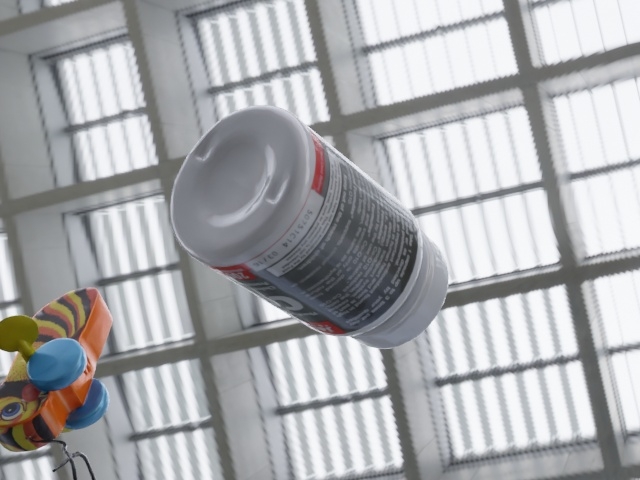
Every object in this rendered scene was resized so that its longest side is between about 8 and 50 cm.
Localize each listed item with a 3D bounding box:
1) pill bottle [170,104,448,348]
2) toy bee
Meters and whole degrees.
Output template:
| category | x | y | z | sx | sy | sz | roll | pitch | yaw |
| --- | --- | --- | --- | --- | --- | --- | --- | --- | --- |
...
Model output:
| category | x | y | z | sx | sy | sz | roll | pitch | yaw |
| --- | --- | --- | --- | --- | --- | --- | --- | --- | --- |
| pill bottle | 0.000 | 0.000 | 1.142 | 0.161 | 0.283 | 0.161 | -19 | -124 | 30 |
| toy bee | -0.344 | 0.177 | 1.367 | 0.162 | 0.298 | 0.195 | -12 | -70 | 7 |
